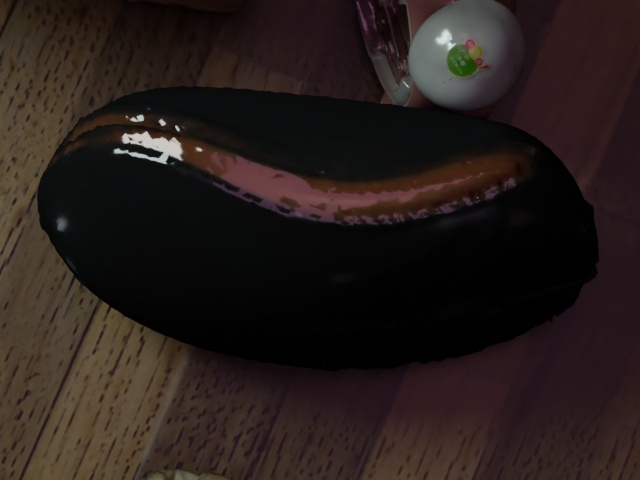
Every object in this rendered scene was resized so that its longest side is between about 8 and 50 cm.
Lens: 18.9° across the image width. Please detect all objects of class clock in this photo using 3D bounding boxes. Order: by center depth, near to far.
[{"bbox_3d":[0.074,-0.149,1.125,0.092,0.162,0.166,-12,83,-6],"label":"clock"}]

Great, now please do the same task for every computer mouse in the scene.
[{"bbox_3d":[-0.001,0.004,1.092,0.323,0.183,0.116,5,55,0],"label":"computer mouse"}]

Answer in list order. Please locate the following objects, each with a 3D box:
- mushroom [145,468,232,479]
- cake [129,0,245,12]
[{"bbox_3d":[-0.104,0.210,1.068,0.204,0.204,0.204,0,82,-2],"label":"mushroom"},{"bbox_3d":[-0.157,-0.304,1.078,0.306,0.293,0.314,16,88,3],"label":"cake"}]
